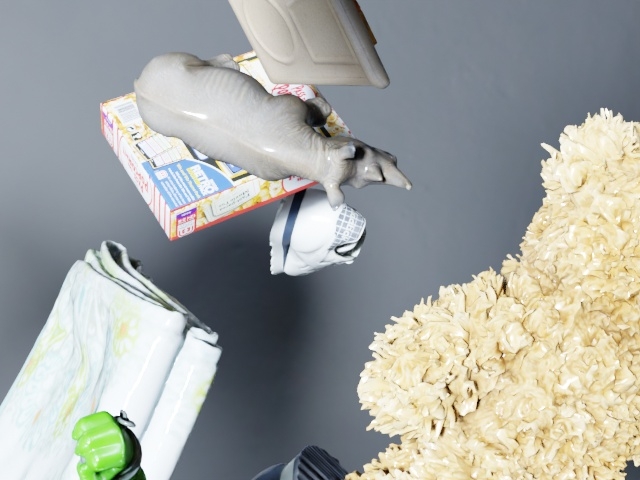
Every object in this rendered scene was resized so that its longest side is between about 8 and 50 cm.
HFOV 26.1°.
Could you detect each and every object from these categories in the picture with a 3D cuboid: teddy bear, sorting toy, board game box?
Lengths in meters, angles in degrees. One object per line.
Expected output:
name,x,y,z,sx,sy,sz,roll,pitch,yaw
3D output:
teddy bear,0.122,0.100,0.745,0.338,0.113,0.245,-43,114,-3
sorting toy,-0.030,-0.208,1.067,0.038,0.208,0.193,-34,112,-18
board game box,-0.085,-0.097,1.282,0.194,0.045,0.146,-22,58,-21

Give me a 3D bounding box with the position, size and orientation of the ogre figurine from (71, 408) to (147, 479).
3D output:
ogre figurine,-0.097,0.182,0.756,0.097,0.118,0.197,-38,102,-10

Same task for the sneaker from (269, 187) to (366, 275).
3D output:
sneaker,0.000,0.000,1.512,0.095,0.235,0.090,14,82,3

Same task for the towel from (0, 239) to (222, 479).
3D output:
towel,-0.226,0.196,1.204,0.090,0.320,0.374,24,91,-22

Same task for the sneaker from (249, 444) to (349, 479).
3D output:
sneaker,-0.051,0.272,0.905,0.112,0.131,0.319,52,25,-15

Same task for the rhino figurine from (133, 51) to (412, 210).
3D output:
rhino figurine,-0.038,-0.083,1.065,0.106,0.243,0.073,-17,129,-64
